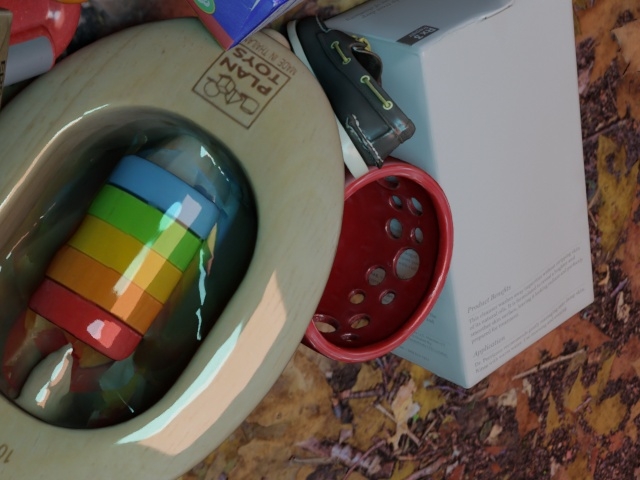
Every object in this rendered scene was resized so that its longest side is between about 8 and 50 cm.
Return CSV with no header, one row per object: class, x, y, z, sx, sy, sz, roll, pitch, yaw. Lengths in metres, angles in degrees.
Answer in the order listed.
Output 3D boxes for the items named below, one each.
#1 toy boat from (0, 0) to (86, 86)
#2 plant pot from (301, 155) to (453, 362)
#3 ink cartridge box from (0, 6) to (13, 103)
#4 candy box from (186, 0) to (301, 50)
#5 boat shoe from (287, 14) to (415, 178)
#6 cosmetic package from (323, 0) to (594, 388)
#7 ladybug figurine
toy boat,-0.214,-0.215,0.975,0.151,0.151,0.231,-31,133,-46
plant pot,0.000,0.000,1.257,0.191,0.174,0.191,-16,116,-38
ink cartridge box,-0.329,-0.062,0.927,0.193,0.088,0.235,12,102,2
candy box,-0.024,-0.344,1.058,0.317,0.122,0.268,-38,93,-27
boat shoe,0.026,-0.140,1.195,0.068,0.228,0.081,-30,130,7
cosmetic package,0.149,-0.072,1.382,0.217,0.156,0.385,-28,122,-32
ladybug figurine,-0.154,0.021,1.085,0.449,0.305,0.162,-54,175,-11
